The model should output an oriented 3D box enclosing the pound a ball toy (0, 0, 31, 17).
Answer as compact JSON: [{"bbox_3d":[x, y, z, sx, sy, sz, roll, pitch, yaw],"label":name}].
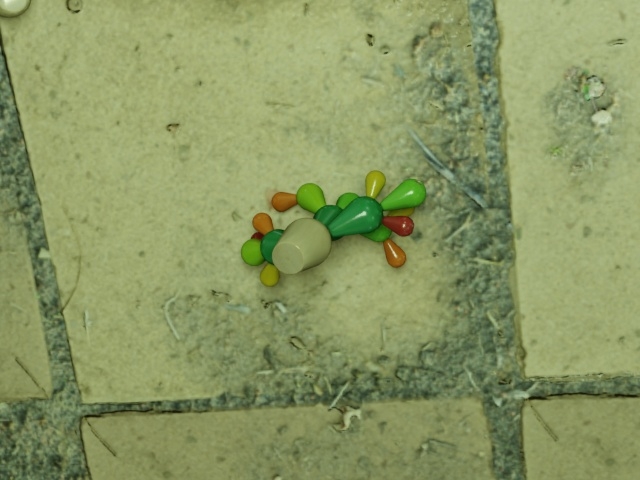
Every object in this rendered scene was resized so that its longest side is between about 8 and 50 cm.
[{"bbox_3d":[-0.470,-0.291,1.626,0.208,0.136,0.319,-44,101,-3],"label":"pound a ball toy"}]

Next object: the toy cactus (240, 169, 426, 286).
[{"bbox_3d":[0.000,0.000,1.623,0.219,0.180,0.112,-8,104,24],"label":"toy cactus"}]
